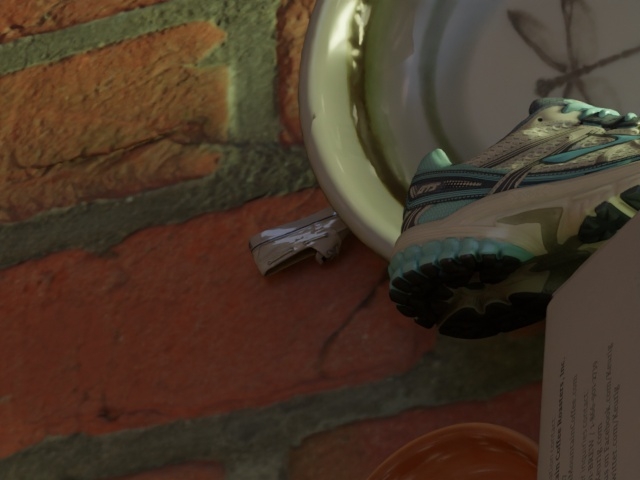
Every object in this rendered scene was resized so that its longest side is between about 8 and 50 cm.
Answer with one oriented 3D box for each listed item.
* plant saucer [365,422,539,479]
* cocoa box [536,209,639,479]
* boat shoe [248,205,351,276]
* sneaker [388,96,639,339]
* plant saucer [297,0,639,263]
[{"bbox_3d":[0.075,0.200,0.948,0.200,0.037,0.200,-26,50,36],"label":"plant saucer"},{"bbox_3d":[0.246,0.141,0.780,0.228,0.231,0.347,23,48,-14],"label":"cocoa box"},{"bbox_3d":[0.000,0.000,1.226,0.100,0.035,0.035,-19,71,1],"label":"boat shoe"},{"bbox_3d":[0.166,-0.040,1.005,0.283,0.110,0.122,-14,54,25],"label":"sneaker"},{"bbox_3d":[0.183,-0.126,1.173,0.400,0.100,0.400,-12,60,22],"label":"plant saucer"}]
